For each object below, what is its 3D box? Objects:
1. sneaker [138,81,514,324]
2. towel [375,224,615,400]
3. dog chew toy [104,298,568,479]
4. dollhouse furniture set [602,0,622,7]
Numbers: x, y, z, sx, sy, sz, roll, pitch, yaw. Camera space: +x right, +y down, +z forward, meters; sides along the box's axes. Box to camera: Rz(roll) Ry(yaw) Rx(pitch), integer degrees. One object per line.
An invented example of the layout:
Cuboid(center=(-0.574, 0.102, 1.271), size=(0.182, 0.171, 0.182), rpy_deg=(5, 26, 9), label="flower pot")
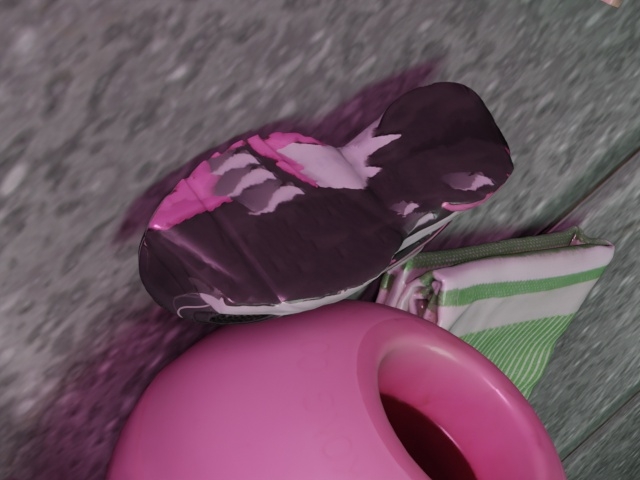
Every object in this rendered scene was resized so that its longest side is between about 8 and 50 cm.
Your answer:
Cuboid(center=(0.000, 0.000, 0.773), size=(0.178, 0.072, 0.077), rpy_deg=(-18, 159, -40), label="sneaker")
Cuboid(center=(0.048, 0.146, 1.088), size=(0.248, 0.038, 0.325), rpy_deg=(-9, 125, -60), label="towel")
Cuboid(center=(-0.041, 0.177, 0.873), size=(0.332, 0.206, 0.206), rpy_deg=(-47, 162, 31), label="dog chew toy")
Cuboid(center=(0.105, -0.130, 0.710), size=(0.114, 0.091, 0.081), rpy_deg=(6, 112, -61), label="dollhouse furniture set")
